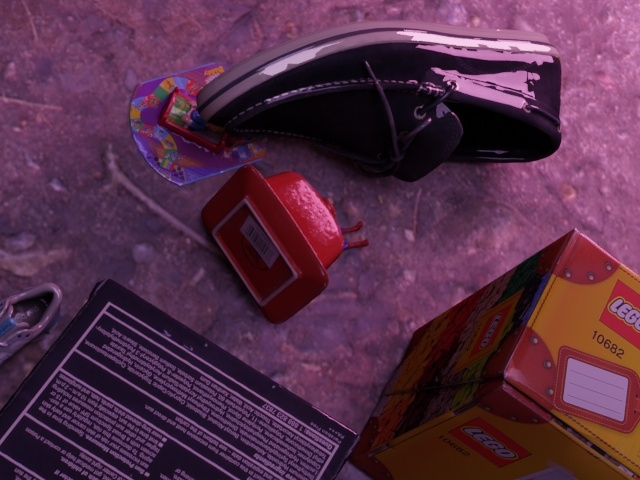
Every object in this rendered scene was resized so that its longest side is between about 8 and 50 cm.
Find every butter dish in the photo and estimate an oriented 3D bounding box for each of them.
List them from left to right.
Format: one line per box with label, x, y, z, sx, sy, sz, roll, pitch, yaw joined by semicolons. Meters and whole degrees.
butter dish;-0.033;-0.011;1.650;0.118;0.160;0.160;-31;85;-33

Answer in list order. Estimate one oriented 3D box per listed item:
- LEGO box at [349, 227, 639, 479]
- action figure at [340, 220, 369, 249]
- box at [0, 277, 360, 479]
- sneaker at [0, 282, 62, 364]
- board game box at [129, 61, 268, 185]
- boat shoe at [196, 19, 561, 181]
LEGO box;0.335;0.257;1.586;0.500;0.372;0.193;36;61;-8
action figure;0.000;0.000;1.735;0.115;0.030;0.038;-11;79;-24
box;-0.172;0.250;1.399;0.296;0.183;0.294;32;51;4
sneaker;-0.339;0.100;1.518;0.071;0.083;0.190;49;61;-2
board game box;-0.135;-0.143;1.726;0.168;0.033;0.133;-19;80;-29
boat shoe;0.092;-0.154;1.738;0.500;0.187;0.156;-4;74;-34
